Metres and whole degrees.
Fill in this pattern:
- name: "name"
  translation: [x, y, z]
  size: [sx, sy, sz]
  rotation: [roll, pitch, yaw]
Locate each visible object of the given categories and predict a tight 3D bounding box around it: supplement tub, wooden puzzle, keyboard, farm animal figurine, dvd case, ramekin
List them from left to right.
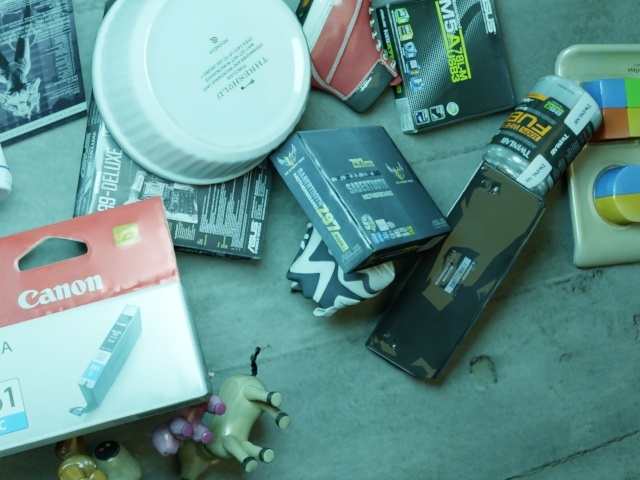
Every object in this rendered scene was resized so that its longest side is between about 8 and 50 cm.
- name: "dvd case"
  translation: [-0.363, -0.208, 1.395]
  size: [0.164, 0.018, 0.221]
  rotation: [-25, 142, -24]
- name: "farm animal figurine"
  translation: [-0.202, 0.319, 1.481]
  size: [0.330, 0.172, 0.327]
  rotation: [-16, 109, -33]
- name: "ramekin"
  translation: [-0.134, -0.208, 1.439]
  size: [0.272, 0.127, 0.273]
  rotation: [1, 88, -26]
- name: "keyboard"
  translation: [0.160, 0.027, 1.677]
  size: [0.201, 0.033, 0.317]
  rotation: [32, 93, -10]
- name: "supplement tub"
  translation: [0.319, -0.141, 1.748]
  size: [0.117, 0.117, 0.190]
  rotation: [43, 78, -20]
- name: "wooden puzzle"
  translation: [0.533, -0.140, 1.878]
  size: [0.322, 0.080, 0.348]
  rotation: [-5, 92, -26]

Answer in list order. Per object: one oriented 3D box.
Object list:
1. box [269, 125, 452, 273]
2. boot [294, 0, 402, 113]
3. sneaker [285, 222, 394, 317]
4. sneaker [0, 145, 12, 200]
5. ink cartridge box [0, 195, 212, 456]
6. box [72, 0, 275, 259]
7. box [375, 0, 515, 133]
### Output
- name: "box"
  translation: [0.058, -0.060, 1.544]
  size: [0.183, 0.059, 0.232]
  rotation: [57, 29, 13]
- name: "boot"
  translation: [0.060, -0.310, 1.646]
  size: [0.176, 0.088, 0.244]
  rotation: [26, 87, -24]
- name: "sneaker"
  translation: [0.000, 0.000, 1.614]
  size: [0.094, 0.153, 0.235]
  rotation: [11, 48, -49]
- name: "sneaker"
  translation: [-0.494, -0.074, 1.373]
  size: [0.258, 0.094, 0.091]
  rotation: [-9, 72, -20]
- name: "ink cartridge box"
  translation: [-0.300, 0.096, 1.374]
  size: [0.296, 0.066, 0.261]
  rotation: [-15, 77, -2]
- name: "box"
  translation: [-0.177, -0.141, 1.531]
  size: [0.242, 0.076, 0.308]
  rotation: [9, 86, -26]
- name: "box"
  translation: [0.185, -0.267, 1.727]
  size: [0.184, 0.045, 0.191]
  rotation: [-15, 97, -23]
